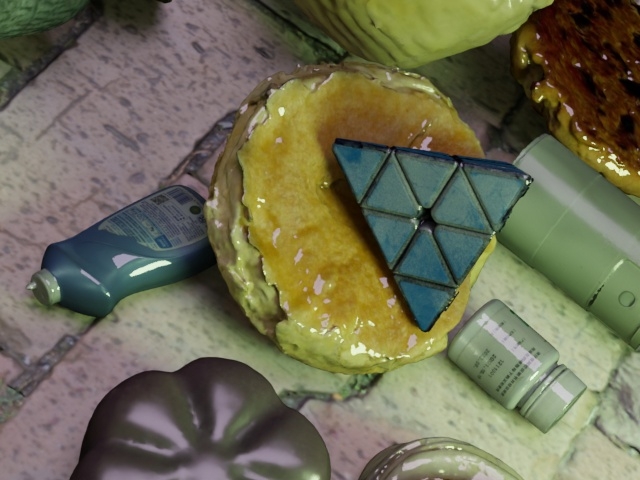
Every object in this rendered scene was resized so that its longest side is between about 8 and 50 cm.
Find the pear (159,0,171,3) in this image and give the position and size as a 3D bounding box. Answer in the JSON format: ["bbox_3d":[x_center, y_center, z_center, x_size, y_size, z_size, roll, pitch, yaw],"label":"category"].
[{"bbox_3d":[-0.237,-0.364,1.769,0.139,0.288,0.239,-21,81,-8],"label":"pear"}]

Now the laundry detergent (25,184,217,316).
[{"bbox_3d":[-0.195,0.015,1.579,0.206,0.061,0.096,-25,67,-33],"label":"laundry detergent"}]

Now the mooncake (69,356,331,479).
[{"bbox_3d":[-0.106,0.218,1.414,0.245,0.133,0.244,6,58,-10],"label":"mooncake"}]

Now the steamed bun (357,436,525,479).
[{"bbox_3d":[0.116,0.267,1.440,0.211,0.144,0.218,33,49,8],"label":"steamed bun"}]

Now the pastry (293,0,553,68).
[{"bbox_3d":[0.113,-0.389,1.788,0.312,0.389,0.388,54,43,-27],"label":"pastry"}]

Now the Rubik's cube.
[{"bbox_3d":[0.078,-0.027,1.552,0.178,0.211,0.190,26,91,0],"label":"Rubik's cube"}]

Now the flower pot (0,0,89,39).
[{"bbox_3d":[-0.394,-0.324,1.618,0.283,0.299,0.299,-22,63,-36],"label":"flower pot"}]

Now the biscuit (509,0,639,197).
[{"bbox_3d":[0.329,-0.185,1.872,0.289,0.081,0.334,27,44,-21],"label":"biscuit"}]

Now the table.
[{"bbox_3d":[0.289,0.000,1.720,0.220,0.126,0.126,39,51,12],"label":"table"}]

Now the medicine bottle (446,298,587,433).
[{"bbox_3d":[0.198,0.127,1.619,0.130,0.080,0.080,41,52,14],"label":"medicine bottle"}]

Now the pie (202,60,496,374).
[{"bbox_3d":[0.040,-0.026,1.605,0.340,0.083,0.339,7,78,-32],"label":"pie"}]
